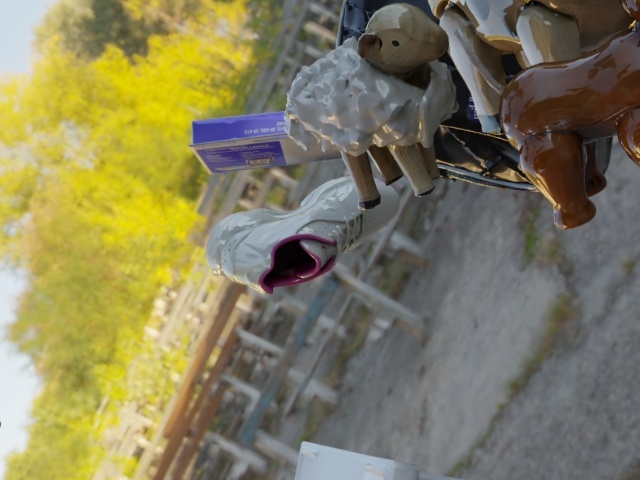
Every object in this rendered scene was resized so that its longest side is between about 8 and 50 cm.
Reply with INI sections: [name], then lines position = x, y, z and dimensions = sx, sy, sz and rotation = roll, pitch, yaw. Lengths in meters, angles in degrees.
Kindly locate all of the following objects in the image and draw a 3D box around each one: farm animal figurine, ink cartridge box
[farm animal figurine]
position = 0.165, -0.158, 0.561
dimensions = 0.330, 0.172, 0.327
rotation = -33, 18, -28
[ink cartridge box]
position = -0.046, -0.125, 1.240
dimensions = 0.208, 0.206, 0.045
rotation = 80, -176, -86

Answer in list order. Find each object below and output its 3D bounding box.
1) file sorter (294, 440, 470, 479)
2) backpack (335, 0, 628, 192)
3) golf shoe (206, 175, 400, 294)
[file sorter]
position = 0.067, 0.293, 0.693
dimensions = 0.193, 0.173, 0.277
rotation = 157, 126, -72
[backpack]
position = 0.146, -0.167, 0.942
dimensions = 0.191, 0.254, 0.225
rotation = -16, -66, -59
[golf shoe]
position = 0.000, 0.000, 1.442
dimensions = 0.306, 0.140, 0.115
rotation = -22, -56, -27
